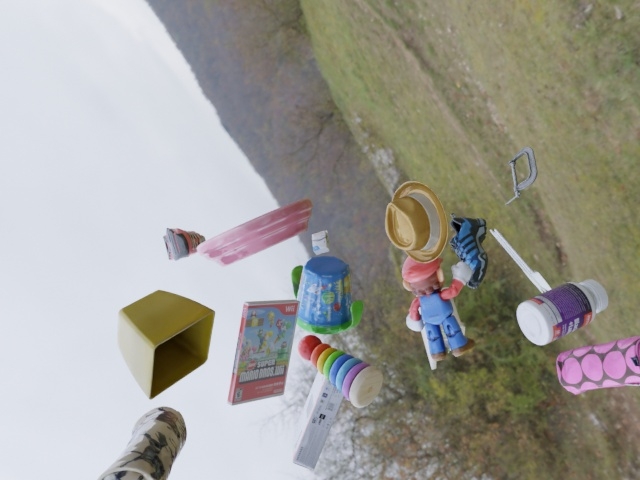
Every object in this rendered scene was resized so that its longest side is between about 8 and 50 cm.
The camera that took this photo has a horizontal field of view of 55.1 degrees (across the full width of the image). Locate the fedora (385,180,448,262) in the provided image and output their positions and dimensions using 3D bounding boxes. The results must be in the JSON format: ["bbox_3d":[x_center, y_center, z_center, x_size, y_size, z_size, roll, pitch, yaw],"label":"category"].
[{"bbox_3d":[0.204,-0.038,1.409,0.079,0.194,0.194,-10,-122,-35],"label":"fedora"}]

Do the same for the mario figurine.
[{"bbox_3d":[0.342,0.168,1.763,0.170,0.198,0.320,139,115,-82],"label":"mario figurine"}]

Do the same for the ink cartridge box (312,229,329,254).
[{"bbox_3d":[0.000,0.000,1.985,0.028,0.048,0.083,52,-154,-50],"label":"ink cartridge box"}]

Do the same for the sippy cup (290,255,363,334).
[{"bbox_3d":[0.018,0.185,2.223,0.240,0.305,0.224,-61,-23,-61],"label":"sippy cup"}]

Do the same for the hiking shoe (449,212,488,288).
[{"bbox_3d":[0.527,0.043,2.226,0.113,0.132,0.304,102,178,-52],"label":"hiking shoe"}]

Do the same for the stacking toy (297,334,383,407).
[{"bbox_3d":[0.044,0.413,2.036,0.330,0.141,0.141,26,164,40],"label":"stacking toy"}]

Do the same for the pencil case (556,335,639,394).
[{"bbox_3d":[0.557,0.247,1.188,0.209,0.095,0.098,141,135,-61],"label":"pencil case"}]

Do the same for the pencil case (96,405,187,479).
[{"bbox_3d":[-0.482,0.607,1.669,0.160,0.183,0.410,39,-176,-5],"label":"pencil case"}]

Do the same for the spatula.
[{"bbox_3d":[0.572,0.058,1.751,0.242,0.019,0.168,52,-171,7],"label":"spatula"}]

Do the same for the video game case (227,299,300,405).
[{"bbox_3d":[-0.156,0.307,1.711,0.025,0.285,0.204,15,-173,41],"label":"video game case"}]

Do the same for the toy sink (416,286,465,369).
[{"bbox_3d":[0.425,0.306,2.143,0.153,0.131,0.234,77,-177,-48],"label":"toy sink"}]

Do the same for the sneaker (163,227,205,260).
[{"bbox_3d":[-0.465,-0.001,2.141,0.314,0.136,0.116,176,80,-70],"label":"sneaker"}]

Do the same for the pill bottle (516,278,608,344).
[{"bbox_3d":[0.567,0.160,1.430,0.108,0.193,0.108,56,159,36],"label":"pill bottle"}]

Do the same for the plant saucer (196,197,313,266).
[{"bbox_3d":[-0.164,-0.014,1.645,0.332,0.332,0.084,-37,-77,-84],"label":"plant saucer"}]

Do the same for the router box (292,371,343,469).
[{"bbox_3d":[-0.004,0.619,2.245,0.082,0.335,0.301,22,179,-2],"label":"router box"}]

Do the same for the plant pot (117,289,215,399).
[{"bbox_3d":[-0.440,0.261,1.678,0.187,0.212,0.212,33,-141,23],"label":"plant pot"}]

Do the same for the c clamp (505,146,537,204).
[{"bbox_3d":[0.614,-0.207,1.898,0.022,0.137,0.161,17,-118,-23],"label":"c clamp"}]
